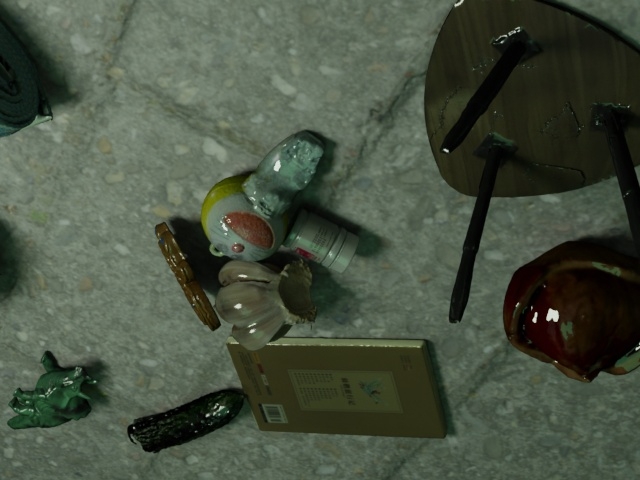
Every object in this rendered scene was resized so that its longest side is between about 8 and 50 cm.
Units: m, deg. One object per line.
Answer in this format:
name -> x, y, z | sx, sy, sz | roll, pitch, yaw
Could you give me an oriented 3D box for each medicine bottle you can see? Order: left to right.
medicine bottle -> 0.000, 0.000, 1.745 | 0.091, 0.058, 0.058 | 26, 136, -9

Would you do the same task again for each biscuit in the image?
biscuit -> -0.189, 0.054, 1.828 | 0.026, 0.124, 0.175 | -30, 120, -8

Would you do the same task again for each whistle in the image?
whistle -> -0.075, -0.051, 1.687 | 0.123, 0.123, 0.223 | 35, 119, -18

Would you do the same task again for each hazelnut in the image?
hazelnut -> 0.339, 0.086, 1.655 | 0.202, 0.160, 0.170 | 8, 135, 18

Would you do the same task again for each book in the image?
book -> 0.027, 0.226, 1.994 | 0.310, 0.021, 0.217 | 0, 133, 18

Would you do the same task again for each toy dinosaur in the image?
toy dinosaur -> -0.469, 0.264, 2.148 | 0.292, 0.079, 0.120 | -23, 122, 38

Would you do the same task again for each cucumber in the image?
cucumber -> -0.215, 0.294, 2.099 | 0.245, 0.067, 0.067 | -24, 123, 38

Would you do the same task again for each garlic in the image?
garlic -> -0.103, 0.085, 1.837 | 0.194, 0.127, 0.131 | -4, 101, 54

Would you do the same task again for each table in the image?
table -> 0.250, -0.077, 1.452 | 0.317, 0.249, 0.317 | 9, 136, 9

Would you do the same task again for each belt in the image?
belt -> -0.428, -0.203, 1.619 | 0.082, 0.147, 0.163 | -15, 100, 33
